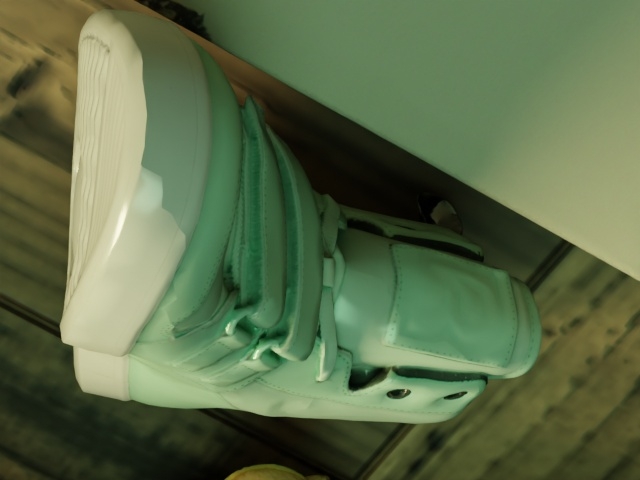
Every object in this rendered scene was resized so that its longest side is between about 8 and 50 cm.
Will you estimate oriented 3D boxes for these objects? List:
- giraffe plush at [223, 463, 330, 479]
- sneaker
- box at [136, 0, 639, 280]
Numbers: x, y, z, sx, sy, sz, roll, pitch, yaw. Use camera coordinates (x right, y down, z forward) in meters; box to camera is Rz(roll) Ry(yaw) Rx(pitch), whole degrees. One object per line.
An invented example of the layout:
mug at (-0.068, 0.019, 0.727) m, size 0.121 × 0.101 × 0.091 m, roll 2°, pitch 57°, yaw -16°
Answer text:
giraffe plush at (-0.050, 0.168, 0.682) m, size 0.170 × 0.181 × 0.210 m, roll -25°, pitch 84°, yaw 3°
sneaker at (0.000, 0.000, 0.538) m, size 0.151 × 0.094 × 0.256 m, roll 4°, pitch 167°, yaw -4°
box at (0.006, -0.106, 0.518) m, size 0.275 × 0.113 × 0.094 m, roll 29°, pitch 118°, yaw -16°
